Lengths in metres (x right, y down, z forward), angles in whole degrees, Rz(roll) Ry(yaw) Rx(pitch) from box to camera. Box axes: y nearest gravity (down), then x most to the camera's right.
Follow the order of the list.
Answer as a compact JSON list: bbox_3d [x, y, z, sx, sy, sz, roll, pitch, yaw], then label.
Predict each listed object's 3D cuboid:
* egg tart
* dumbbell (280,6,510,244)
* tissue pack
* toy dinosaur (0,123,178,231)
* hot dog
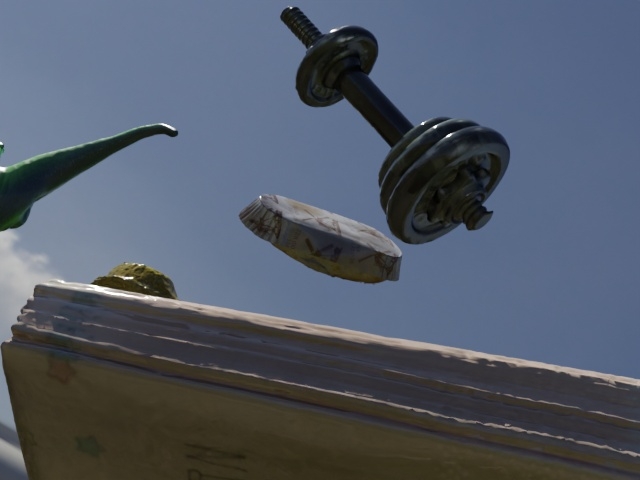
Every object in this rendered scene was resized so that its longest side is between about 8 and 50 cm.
[{"bbox_3d":[-0.192,0.052,1.205,0.105,0.039,0.105,12,-23,5],"label":"egg tart"},{"bbox_3d":[0.045,-0.100,0.883,0.254,0.110,0.110,50,-13,25],"label":"dumbbell"},{"bbox_3d":[0.015,0.118,0.557,0.325,0.071,0.170,9,-46,12],"label":"tissue pack"},{"bbox_3d":[-0.496,-0.053,1.756,0.499,0.374,0.144,-11,-56,28],"label":"toy dinosaur"},{"bbox_3d":[0.000,0.000,1.224,0.192,0.053,0.099,16,20,-25],"label":"hot dog"}]
